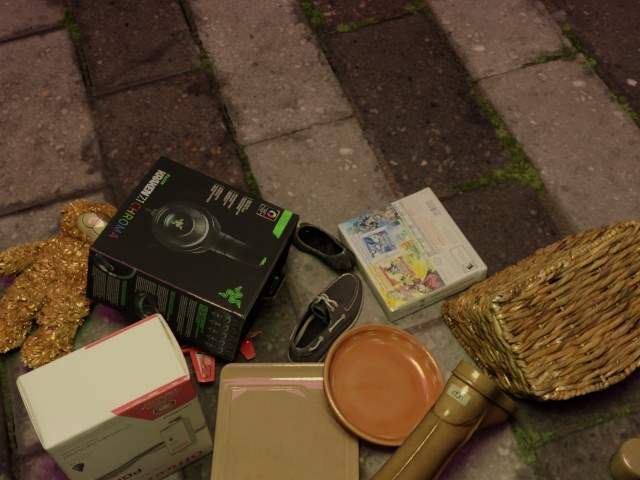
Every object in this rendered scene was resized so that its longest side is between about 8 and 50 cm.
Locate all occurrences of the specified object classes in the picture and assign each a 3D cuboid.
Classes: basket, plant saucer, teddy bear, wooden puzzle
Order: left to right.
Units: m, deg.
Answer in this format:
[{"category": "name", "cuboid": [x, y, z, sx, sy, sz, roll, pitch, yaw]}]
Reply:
[{"category": "teddy bear", "cuboid": [-0.436, 0.066, 1.508, 0.245, 0.113, 0.338, 35, 63, 23]}, {"category": "wooden puzzle", "cuboid": [-0.051, 0.304, 1.353, 0.221, 0.044, 0.239, -1, 58, 3]}, {"category": "plant saucer", "cuboid": [0.096, 0.226, 1.367, 0.200, 0.037, 0.200, 9, 57, -14]}, {"category": "basket", "cuboid": [0.387, 0.127, 1.418, 0.299, 0.223, 0.213, -28, 90, -16]}]

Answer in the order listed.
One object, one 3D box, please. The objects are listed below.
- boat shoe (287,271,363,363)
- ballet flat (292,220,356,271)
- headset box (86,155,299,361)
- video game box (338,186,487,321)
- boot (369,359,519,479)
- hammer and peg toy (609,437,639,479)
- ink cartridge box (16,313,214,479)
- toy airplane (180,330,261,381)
[{"category": "boat shoe", "cuboid": [0.012, 0.124, 1.461, 0.075, 0.065, 0.206, 22, 57, 22]}, {"category": "ballet flat", "cuboid": [0.000, 0.000, 1.551, 0.057, 0.049, 0.173, -40, 46, -21]}, {"category": "headset box", "cuboid": [-0.197, 0.030, 1.452, 0.283, 0.131, 0.246, 24, 48, 4]}, {"category": "video game box", "cuboid": [0.157, 0.021, 1.538, 0.187, 0.048, 0.205, -21, 55, -13]}, {"category": "boot", "cuboid": [0.159, 0.308, 1.276, 0.089, 0.236, 0.269, 36, 86, 33]}, {"category": "hammer and peg toy", "cuboid": [0.490, 0.434, 1.163, 0.266, 0.127, 0.361, 8, 55, 9]}, {"category": "ink cartridge box", "cuboid": [-0.276, 0.251, 1.255, 0.207, 0.283, 0.117, -26, 60, -14]}, {"category": "toy airplane", "cuboid": [-0.171, 0.171, 1.462, 0.151, 0.028, 0.151, -3, 48, 3]}]
